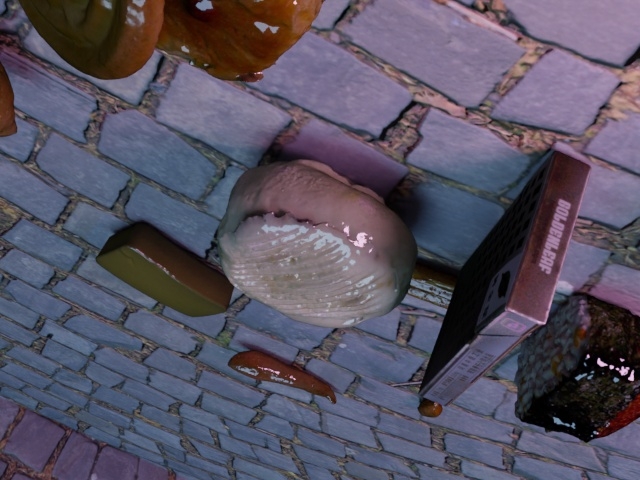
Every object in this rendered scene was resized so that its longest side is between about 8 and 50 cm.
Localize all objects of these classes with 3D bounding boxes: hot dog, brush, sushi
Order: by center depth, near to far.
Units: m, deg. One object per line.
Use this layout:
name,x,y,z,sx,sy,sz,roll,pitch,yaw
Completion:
sushi,0.324,0.159,1.246,0.126,0.136,0.225,18,151,-12
hot dog,0.136,0.054,1.301,0.144,0.038,0.062,20,158,10
brush,-0.237,0.049,1.569,0.197,0.059,0.123,35,149,-28

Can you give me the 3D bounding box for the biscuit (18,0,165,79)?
biscuit,-0.209,-0.249,0.815,0.262,0.037,0.262,34,138,38

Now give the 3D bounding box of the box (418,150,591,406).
box,0.188,0.055,1.091,0.047,0.180,0.325,23,156,1

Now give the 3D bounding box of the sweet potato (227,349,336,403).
sweet potato,-0.062,0.244,1.834,0.214,0.050,0.050,21,156,-11

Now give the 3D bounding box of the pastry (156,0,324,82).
pastry,-0.096,-0.230,0.849,0.218,0.100,0.229,7,150,29

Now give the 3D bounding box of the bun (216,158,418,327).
bun,0.000,0.000,1.184,0.239,0.141,0.239,14,149,9

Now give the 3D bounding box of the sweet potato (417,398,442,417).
sweet potato,0.186,0.283,1.725,0.034,0.034,0.095,25,165,-7

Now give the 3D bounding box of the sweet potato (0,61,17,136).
sweet potato,-0.499,-0.255,1.113,0.423,0.130,0.130,41,150,-22
